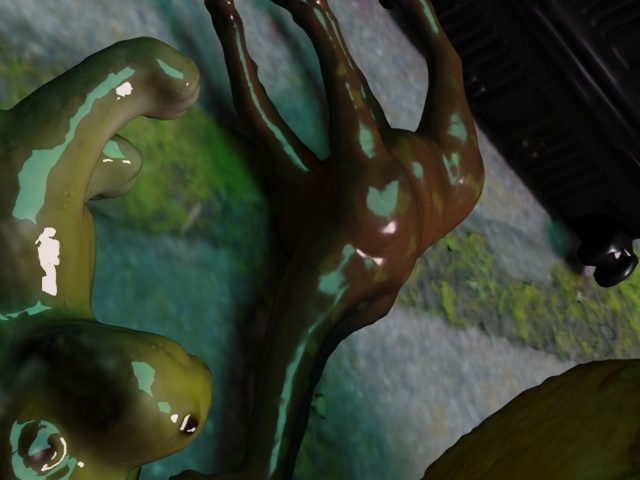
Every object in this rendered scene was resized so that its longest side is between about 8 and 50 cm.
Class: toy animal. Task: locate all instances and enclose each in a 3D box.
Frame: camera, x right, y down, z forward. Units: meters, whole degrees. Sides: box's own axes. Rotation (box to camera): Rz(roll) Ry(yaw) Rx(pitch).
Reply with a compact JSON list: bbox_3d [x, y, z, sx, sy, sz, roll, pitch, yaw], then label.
[{"bbox_3d":[0.000,0.000,0.633,0.224,0.066,0.230,-11,85,-48],"label":"toy animal"},{"bbox_3d":[-0.118,-0.010,0.483,0.233,0.121,0.168,48,55,-14],"label":"toy animal"}]

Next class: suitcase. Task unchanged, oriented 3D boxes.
[{"bbox_3d":[0.191,-0.172,0.843,0.229,0.152,0.335,50,43,-19],"label":"suitcase"}]

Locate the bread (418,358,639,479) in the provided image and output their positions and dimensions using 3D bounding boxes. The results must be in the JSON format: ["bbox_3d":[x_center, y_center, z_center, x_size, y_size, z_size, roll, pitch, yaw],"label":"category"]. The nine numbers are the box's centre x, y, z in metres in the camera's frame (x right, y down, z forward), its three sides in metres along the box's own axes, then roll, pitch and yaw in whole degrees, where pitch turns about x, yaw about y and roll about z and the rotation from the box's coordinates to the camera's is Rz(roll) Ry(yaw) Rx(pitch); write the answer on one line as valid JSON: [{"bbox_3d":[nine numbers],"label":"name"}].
[{"bbox_3d":[0.082,0.161,0.518,0.146,0.268,0.268,43,45,-7],"label":"bread"}]
